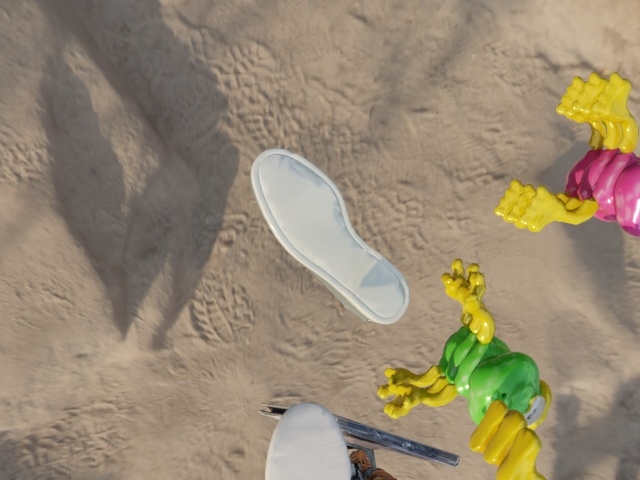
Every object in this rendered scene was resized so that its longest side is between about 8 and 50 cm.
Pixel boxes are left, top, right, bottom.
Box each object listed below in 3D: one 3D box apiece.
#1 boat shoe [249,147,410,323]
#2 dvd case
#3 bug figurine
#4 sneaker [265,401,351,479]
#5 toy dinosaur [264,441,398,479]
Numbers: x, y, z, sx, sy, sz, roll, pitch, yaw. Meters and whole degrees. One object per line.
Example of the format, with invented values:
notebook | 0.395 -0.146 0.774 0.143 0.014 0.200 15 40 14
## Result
boat shoe | 0.000 0.000 1.165 0.319 0.099 0.116 47 72 -19
dvd case | 0.035 0.226 0.939 0.165 0.221 0.018 22 75 -18
bug figurine | 0.125 0.032 0.354 0.072 0.216 0.279 30 98 -15
sneaker | -0.013 0.259 0.752 0.080 0.094 0.212 -4 82 -11
toy dinosaur | 0.067 0.419 1.209 0.322 0.164 0.218 11 80 15
